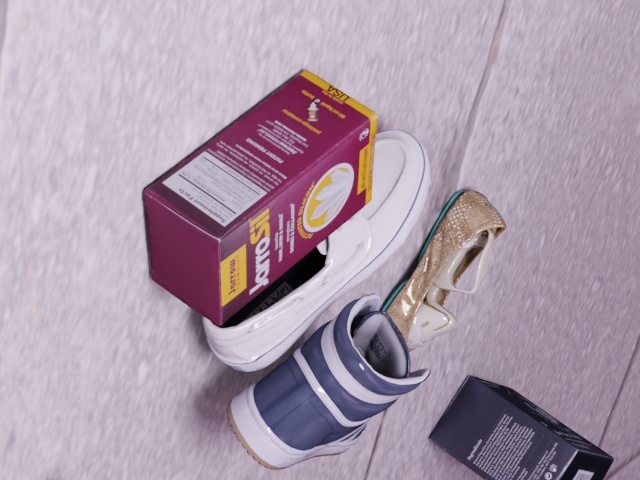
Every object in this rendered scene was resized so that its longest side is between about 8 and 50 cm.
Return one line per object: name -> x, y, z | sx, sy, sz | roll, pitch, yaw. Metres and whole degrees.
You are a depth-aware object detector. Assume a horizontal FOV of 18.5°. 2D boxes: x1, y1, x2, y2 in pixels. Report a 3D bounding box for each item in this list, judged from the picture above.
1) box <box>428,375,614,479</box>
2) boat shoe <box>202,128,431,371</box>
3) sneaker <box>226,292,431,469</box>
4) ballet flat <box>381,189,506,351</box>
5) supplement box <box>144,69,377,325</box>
box -> 0.233, 0.240, 2.260 | 0.093, 0.158, 0.156 | -58, 155, 4
boat shoe -> 0.000, 0.000, 1.654 | 0.258, 0.095, 0.084 | -52, 158, -13
sneaker -> 0.033, 0.116, 1.745 | 0.153, 0.099, 0.282 | -39, 173, 18
ballet flat -> 0.116, 0.049, 1.944 | 0.206, 0.067, 0.073 | -61, 154, 8
supplement box -> -0.045, -0.035, 1.549 | 0.188, 0.081, 0.104 | -40, 150, -31
